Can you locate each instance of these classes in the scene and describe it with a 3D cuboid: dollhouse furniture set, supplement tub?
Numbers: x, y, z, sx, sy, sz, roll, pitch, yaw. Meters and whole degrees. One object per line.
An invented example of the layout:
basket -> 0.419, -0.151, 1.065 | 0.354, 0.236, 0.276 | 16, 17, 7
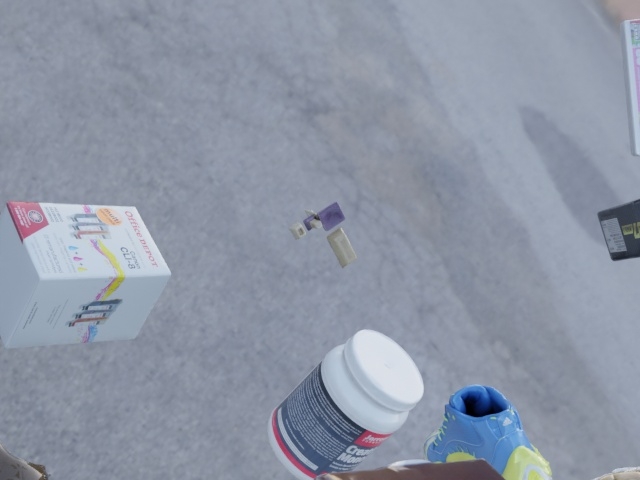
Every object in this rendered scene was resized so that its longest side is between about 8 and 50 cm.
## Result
dollhouse furniture set -> 0.000, 0.000, 1.527 | 0.114, 0.091, 0.081 | 62, -16, -19
supplement tub -> 0.045, 0.317, 1.691 | 0.191, 0.272, 0.191 | 31, 29, -19

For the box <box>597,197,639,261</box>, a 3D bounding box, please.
box -> 0.382, -0.035, 0.818 | 0.233, 0.183, 0.059 | 131, -57, -85

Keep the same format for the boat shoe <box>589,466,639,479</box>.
boat shoe -> 0.381, 0.317, 1.085 | 0.277, 0.096, 0.098 | 11, 65, -35

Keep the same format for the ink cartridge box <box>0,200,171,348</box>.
ink cartridge box -> -0.300, 0.040, 1.097 | 0.176, 0.127, 0.128 | 1, 45, -44

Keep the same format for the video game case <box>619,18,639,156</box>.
video game case -> 0.258, -0.104, 0.579 | 0.011, 0.121, 0.087 | -105, -171, -88

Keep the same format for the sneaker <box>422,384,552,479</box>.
sneaker -> 0.181, 0.220, 1.053 | 0.091, 0.240, 0.126 | -20, 95, -22

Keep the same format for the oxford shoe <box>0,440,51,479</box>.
oxford shoe -> -0.293, 0.270, 0.890 | 0.096, 0.082, 0.227 | -37, 96, -43

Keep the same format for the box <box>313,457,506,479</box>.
box -> 0.139, 0.305, 0.521 | 0.191, 0.143, 0.381 | 10, 26, -45
